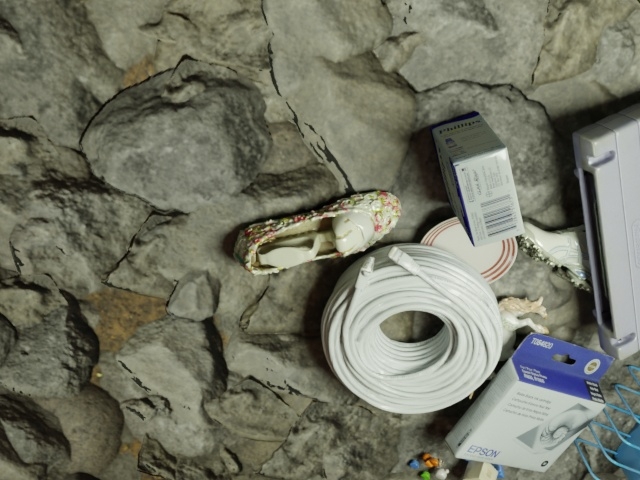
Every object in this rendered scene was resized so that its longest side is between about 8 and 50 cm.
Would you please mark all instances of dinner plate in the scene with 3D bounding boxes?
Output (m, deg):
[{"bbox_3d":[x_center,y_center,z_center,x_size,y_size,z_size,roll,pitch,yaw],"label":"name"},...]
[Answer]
[{"bbox_3d":[0.208,0.015,1.256,0.141,0.017,0.141,1,130,1],"label":"dinner plate"}]

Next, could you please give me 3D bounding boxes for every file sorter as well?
[{"bbox_3d":[0.499,0.301,1.398,0.104,0.118,0.170,23,112,-15],"label":"file sorter"}]

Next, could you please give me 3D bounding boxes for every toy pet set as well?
[{"bbox_3d":[0.231,0.369,1.442,0.114,0.065,0.122,-20,121,43],"label":"toy pet set"}]

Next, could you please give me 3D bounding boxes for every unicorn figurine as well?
[{"bbox_3d":[0.282,0.154,1.333,0.111,0.060,0.162,3,102,-1],"label":"unicorn figurine"}]

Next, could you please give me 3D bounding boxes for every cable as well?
[{"bbox_3d":[0.128,0.128,1.262,0.257,0.089,0.257,27,120,-13],"label":"cable"}]

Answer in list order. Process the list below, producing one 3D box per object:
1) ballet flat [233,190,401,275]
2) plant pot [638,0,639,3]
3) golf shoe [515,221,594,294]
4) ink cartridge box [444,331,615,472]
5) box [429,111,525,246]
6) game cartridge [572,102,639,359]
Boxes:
[{"bbox_3d":[0.000,0.000,1.201,0.240,0.077,0.091,-17,117,1],"label":"ballet flat"},{"bbox_3d":[0.350,-0.445,0.943,0.293,0.275,0.275,40,106,-6],"label":"plant pot"},{"bbox_3d":[0.347,0.003,1.267,0.176,0.069,0.086,30,92,-26],"label":"golf shoe"},{"bbox_3d":[0.334,0.256,1.358,0.223,0.045,0.224,18,114,-35],"label":"ink cartridge box"},{"bbox_3d":[0.203,-0.081,1.152,0.072,0.137,0.126,-17,118,3],"label":"box"},{"bbox_3d":[0.472,-0.028,1.229,0.230,0.068,0.355,-26,119,-18],"label":"game cartridge"}]
